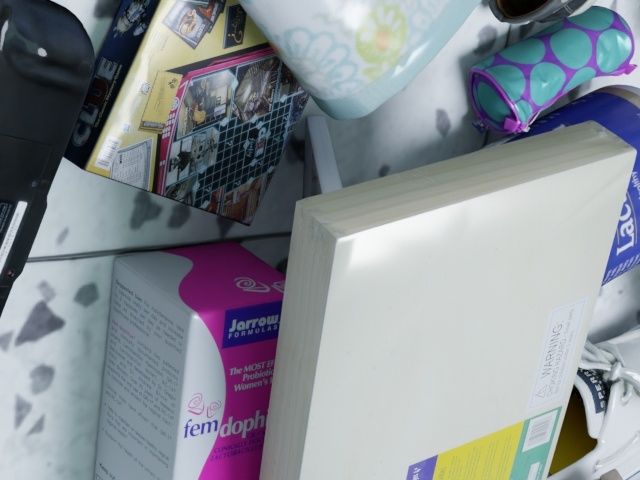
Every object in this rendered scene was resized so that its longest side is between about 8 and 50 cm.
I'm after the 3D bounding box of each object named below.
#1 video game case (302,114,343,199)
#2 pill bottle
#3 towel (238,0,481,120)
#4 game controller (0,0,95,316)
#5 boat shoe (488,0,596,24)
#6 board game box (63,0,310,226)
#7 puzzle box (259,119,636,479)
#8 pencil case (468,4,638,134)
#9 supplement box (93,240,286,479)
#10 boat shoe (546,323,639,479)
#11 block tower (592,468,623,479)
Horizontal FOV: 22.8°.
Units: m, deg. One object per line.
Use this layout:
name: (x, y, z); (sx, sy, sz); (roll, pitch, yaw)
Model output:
video game case: (0.000, 0.000, 1.200); (0.019, 0.157, 0.143); (0, 116, -5)
pill bottle: (0.184, -0.018, 1.341); (0.264, 0.153, 0.153); (-28, 128, -27)
towel: (0.050, -0.312, 1.065); (0.374, 0.090, 0.320); (-52, 133, -13)
game controller: (-0.253, -0.014, 1.037); (0.166, 0.067, 0.319); (7, 109, -60)
boat shoe: (0.208, -0.244, 1.228); (0.079, 0.084, 0.233); (-13, 158, -29)
board game box: (-0.068, -0.145, 1.134); (0.165, 0.042, 0.243); (20, 98, -45)
puzzle box: (0.080, 0.119, 1.200); (0.272, 0.052, 0.409); (-16, 132, -32)
pencil case: (0.195, -0.143, 1.342); (0.151, 0.070, 0.064); (-30, 173, -26)
supplement box: (-0.093, 0.124, 1.206); (0.111, 0.114, 0.220); (-9, 116, -36)
boat shoe: (0.256, 0.153, 1.503); (0.367, 0.136, 0.156); (-31, 145, -17)
block tower: (0.143, 0.331, 1.434); (0.335, 0.091, 0.097); (-29, 132, 8)
